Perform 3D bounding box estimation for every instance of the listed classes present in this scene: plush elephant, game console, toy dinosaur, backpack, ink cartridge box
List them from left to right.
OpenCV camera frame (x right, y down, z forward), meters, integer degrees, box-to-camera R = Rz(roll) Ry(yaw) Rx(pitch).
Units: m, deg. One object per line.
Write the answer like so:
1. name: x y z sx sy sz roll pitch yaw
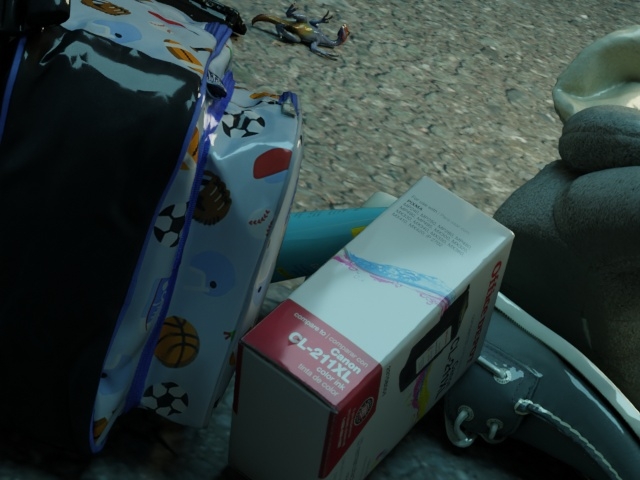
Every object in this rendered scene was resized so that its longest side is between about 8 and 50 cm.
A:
1. backpack: -0.121 -0.030 0.855 0.213 0.276 0.263 19 21 -14
2. game console: -0.147 -0.217 1.434 0.122 0.071 0.107 25 -3 7
3. toy dinosaur: -0.011 -0.225 1.518 0.090 0.047 0.082 27 7 34
4. ink cartridge box: 0.030 0.064 0.851 0.072 0.127 0.175 34 54 22
5. plush elephant: 0.256 -0.012 1.063 0.255 0.272 0.330 -37 33 -31

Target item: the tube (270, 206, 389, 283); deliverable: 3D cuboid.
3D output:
1. tube: 0.000 0.000 0.973 0.207 0.052 0.080 -9 -4 23

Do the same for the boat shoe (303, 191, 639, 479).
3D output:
1. boat shoe: 0.114 0.098 0.984 0.099 0.116 0.319 -41 64 -12
